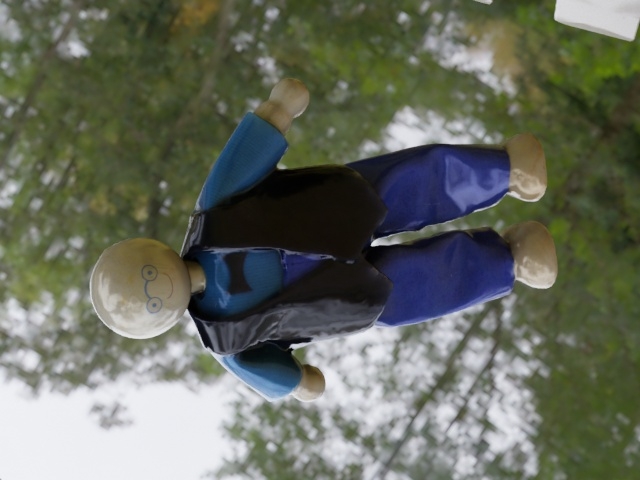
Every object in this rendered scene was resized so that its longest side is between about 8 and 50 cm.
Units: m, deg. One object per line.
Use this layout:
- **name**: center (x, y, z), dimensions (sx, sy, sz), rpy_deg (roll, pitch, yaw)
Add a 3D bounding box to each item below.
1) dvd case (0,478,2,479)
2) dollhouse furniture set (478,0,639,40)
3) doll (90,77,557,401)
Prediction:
- **dvd case**: center (-0.319, 0.172, 0.857), dimensions (0.164, 0.221, 0.018), rpy_deg (51, 175, -24)
- **dollhouse furniture set**: center (0.085, -0.259, 0.680), dimensions (0.259, 0.262, 0.135), rpy_deg (18, 179, 9)
- **doll**: center (0.000, 0.000, 0.566), dimensions (0.189, 0.129, 0.046), rpy_deg (-13, -167, -23)
